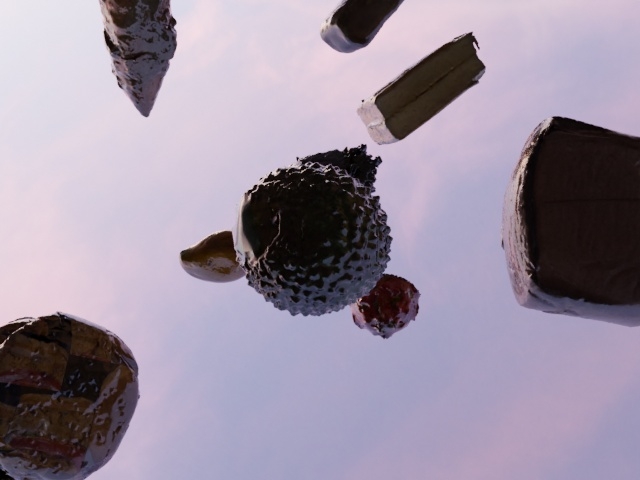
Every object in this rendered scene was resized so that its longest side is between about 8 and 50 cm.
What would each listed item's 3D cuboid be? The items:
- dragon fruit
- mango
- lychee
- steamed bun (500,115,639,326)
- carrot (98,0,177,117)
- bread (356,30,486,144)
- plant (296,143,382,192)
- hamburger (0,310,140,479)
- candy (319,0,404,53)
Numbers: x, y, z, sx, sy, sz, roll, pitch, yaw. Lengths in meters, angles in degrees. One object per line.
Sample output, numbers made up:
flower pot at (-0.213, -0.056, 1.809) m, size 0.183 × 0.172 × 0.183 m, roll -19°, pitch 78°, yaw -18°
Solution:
dragon fruit at (0.122, 0.153, 1.463) m, size 0.153 × 0.153 × 0.111 m, roll -8°, pitch -142°, yaw 17°
mango at (-0.199, 0.037, 1.457) m, size 0.165 × 0.115 × 0.089 m, roll -28°, pitch -146°, yaw 26°
lychee at (0.000, 0.000, 0.739) m, size 0.171 × 0.171 × 0.171 m, roll -10°, pitch -121°, yaw 17°
steamed bun at (0.405, -0.022, 1.143) m, size 0.251 × 0.199 × 0.301 m, roll 8°, pitch -105°, yaw 3°
carrot at (-0.208, -0.257, 0.833) m, size 0.101 × 0.263 × 0.102 m, roll 5°, pitch -141°, yaw -4°
bread at (0.204, -0.307, 1.509) m, size 0.246 × 0.239 × 0.111 m, roll -36°, pitch -82°, yaw -2°
plant at (0.031, -0.109, 1.208) m, size 0.143 × 0.094 × 0.092 m, roll -3°, pitch -145°, yaw -5°
hamburger at (-0.339, 0.202, 0.926) m, size 0.106 × 0.231 × 0.231 m, roll -12°, pitch -125°, yaw 45°
candy at (0.102, -0.519, 1.640) m, size 0.234 × 0.102 × 0.104 m, roll -54°, pitch -158°, yaw -18°
